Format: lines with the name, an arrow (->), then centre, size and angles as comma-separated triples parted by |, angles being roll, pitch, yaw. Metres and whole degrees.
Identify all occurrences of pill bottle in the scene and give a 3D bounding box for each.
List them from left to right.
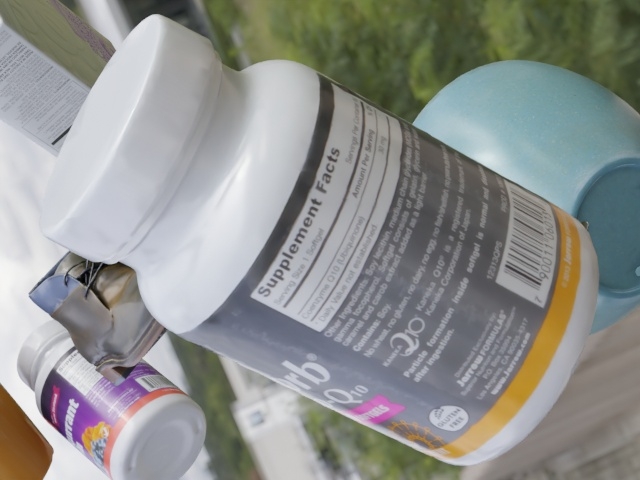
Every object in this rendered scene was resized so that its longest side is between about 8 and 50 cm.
pill bottle -> -0.210, 0.155, 1.626 | 0.193, 0.108, 0.108 | 34, 155, 37
pill bottle -> 0.000, 0.000, 0.911 | 0.278, 0.162, 0.162 | 27, -170, -19

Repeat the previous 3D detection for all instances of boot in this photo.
boot -> -0.165, 0.041, 1.296 | 0.106, 0.082, 0.219 | 38, 149, -4

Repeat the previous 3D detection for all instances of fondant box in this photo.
fondant box -> -0.321, -0.204, 1.874 | 0.330, 0.096, 0.238 | 39, -167, -51

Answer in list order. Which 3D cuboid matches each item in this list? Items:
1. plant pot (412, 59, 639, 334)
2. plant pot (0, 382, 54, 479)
plant pot -> 0.238, -0.026, 1.619 | 0.195, 0.290, 0.290 | 17, 133, 62
plant pot -> -0.371, 0.196, 1.621 | 0.188, 0.205, 0.205 | 42, -177, -15
